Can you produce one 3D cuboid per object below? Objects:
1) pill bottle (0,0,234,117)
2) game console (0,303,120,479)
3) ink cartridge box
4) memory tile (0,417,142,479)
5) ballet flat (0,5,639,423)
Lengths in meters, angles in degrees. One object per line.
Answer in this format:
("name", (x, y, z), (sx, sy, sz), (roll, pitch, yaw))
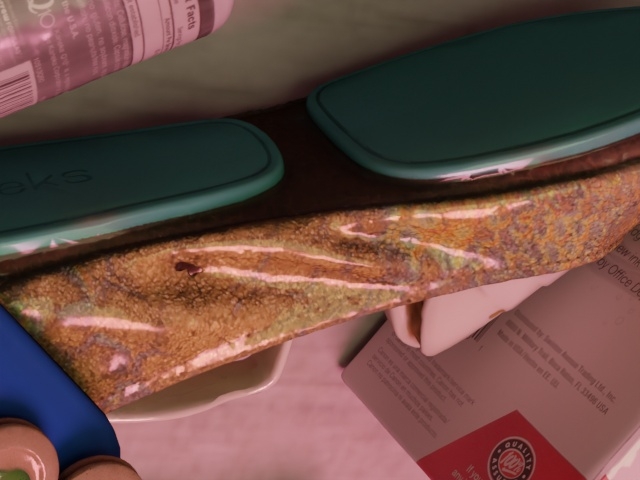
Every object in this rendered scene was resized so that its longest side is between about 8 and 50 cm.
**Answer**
("pill bottle", (-0.076, -0.094, 0.587), (0.137, 0.078, 0.078), (-24, 123, -15))
("game console", (-0.254, 0.046, 0.540), (0.250, 0.173, 0.293), (-46, 128, -13))
("ink cartridge box", (0.135, 0.025, 0.706), (0.092, 0.158, 0.218), (36, 96, -34))
("memory tile", (-0.124, 0.120, 0.541), (0.113, 0.012, 0.148), (30, 89, -38))
("ballet flat", (0.000, 0.000, 0.654), (0.349, 0.123, 0.123), (-14, 120, -14))
